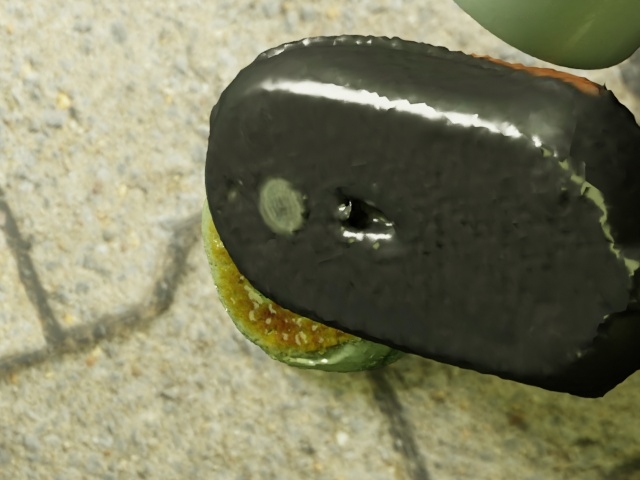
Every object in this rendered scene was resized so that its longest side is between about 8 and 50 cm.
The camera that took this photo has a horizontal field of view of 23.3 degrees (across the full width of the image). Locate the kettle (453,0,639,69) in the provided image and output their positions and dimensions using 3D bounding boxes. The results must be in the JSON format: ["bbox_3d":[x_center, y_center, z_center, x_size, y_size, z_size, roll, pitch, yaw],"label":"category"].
[{"bbox_3d":[0.194,-0.219,0.778,0.240,0.165,0.255,19,135,-22],"label":"kettle"}]

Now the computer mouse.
[{"bbox_3d":[0.069,-0.023,0.878,0.323,0.116,0.183,17,124,37],"label":"computer mouse"}]

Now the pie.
[{"bbox_3d":[0.000,0.000,1.023,0.187,0.041,0.186,7,105,28],"label":"pie"}]
